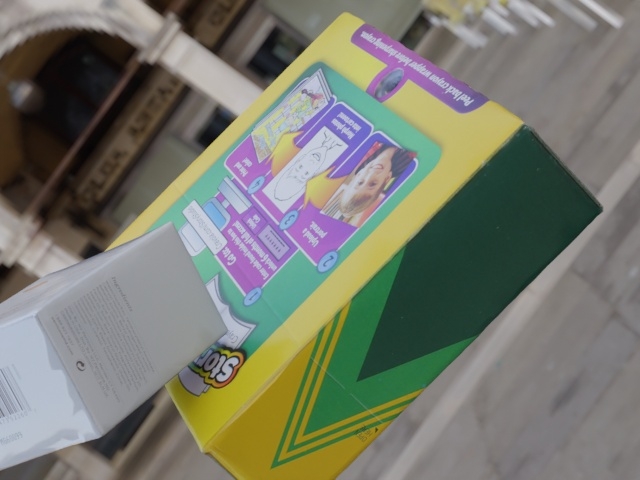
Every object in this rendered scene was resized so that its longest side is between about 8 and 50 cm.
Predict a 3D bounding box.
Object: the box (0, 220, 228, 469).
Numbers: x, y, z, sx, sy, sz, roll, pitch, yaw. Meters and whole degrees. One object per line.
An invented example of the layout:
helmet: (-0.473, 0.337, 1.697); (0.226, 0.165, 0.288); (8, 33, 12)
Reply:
box: (-0.168, 0.073, 1.036); (0.130, 0.091, 0.170); (-22, 9, 32)

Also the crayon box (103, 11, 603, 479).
crayon box: (0.000, 0.000, 1.193); (0.313, 0.106, 0.363); (-46, 28, 2)
